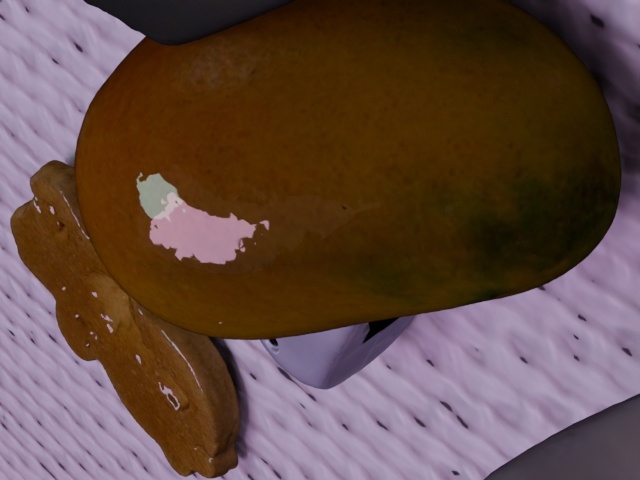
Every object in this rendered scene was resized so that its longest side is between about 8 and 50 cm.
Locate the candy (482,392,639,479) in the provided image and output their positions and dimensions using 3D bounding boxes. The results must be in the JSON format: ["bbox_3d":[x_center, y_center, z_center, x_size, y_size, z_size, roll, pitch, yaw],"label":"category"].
[{"bbox_3d":[0.219,0.211,0.700,0.358,0.208,0.145,44,146,24],"label":"candy"}]

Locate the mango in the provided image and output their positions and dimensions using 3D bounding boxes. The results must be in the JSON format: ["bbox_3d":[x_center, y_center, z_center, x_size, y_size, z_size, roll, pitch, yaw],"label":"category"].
[{"bbox_3d":[0.009,-0.046,0.804,0.254,0.139,0.175,-9,77,17],"label":"mango"}]

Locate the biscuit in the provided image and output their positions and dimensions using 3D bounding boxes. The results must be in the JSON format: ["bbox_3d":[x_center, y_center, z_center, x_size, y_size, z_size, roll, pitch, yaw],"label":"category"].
[{"bbox_3d":[-0.133,0.059,1.244,0.249,0.035,0.184,53,150,8],"label":"biscuit"}]

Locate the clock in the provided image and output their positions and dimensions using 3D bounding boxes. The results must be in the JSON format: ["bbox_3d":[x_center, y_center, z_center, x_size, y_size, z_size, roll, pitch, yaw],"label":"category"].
[{"bbox_3d":[0.000,0.000,0.952,0.117,0.080,0.176,48,147,16],"label":"clock"}]

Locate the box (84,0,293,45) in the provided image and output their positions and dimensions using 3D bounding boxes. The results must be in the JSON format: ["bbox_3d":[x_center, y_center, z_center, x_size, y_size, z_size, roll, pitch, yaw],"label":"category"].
[{"bbox_3d":[-0.031,-0.200,0.665,0.166,0.220,0.290,39,163,-18],"label":"box"}]
